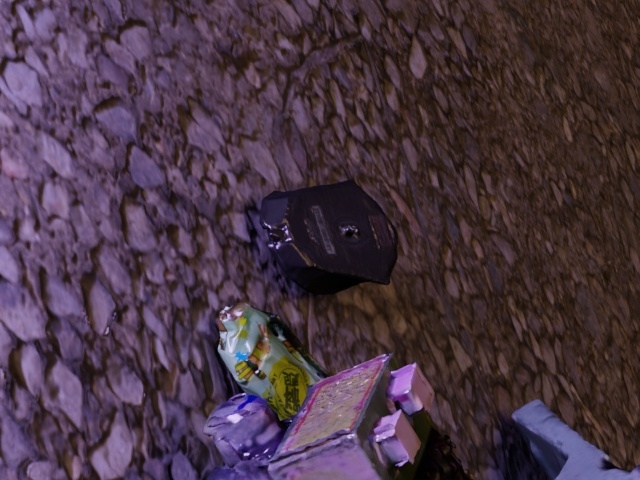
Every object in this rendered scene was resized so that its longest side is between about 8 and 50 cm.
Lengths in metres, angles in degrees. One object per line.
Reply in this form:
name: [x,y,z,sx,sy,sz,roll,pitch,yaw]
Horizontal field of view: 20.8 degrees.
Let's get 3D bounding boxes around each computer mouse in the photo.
computer mouse: [0.000,0.000,1.477,0.172,0.057,0.099,2,68,-51]

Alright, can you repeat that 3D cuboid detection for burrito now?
burrito: [0.009,0.171,1.335,0.288,0.054,0.104,53,28,-27]

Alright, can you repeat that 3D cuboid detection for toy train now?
toy train: [0.024,0.213,1.180,0.261,0.177,0.134,60,24,-14]

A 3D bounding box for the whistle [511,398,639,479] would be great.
whistle: [0.262,0.279,1.588,0.168,0.188,0.405,55,26,-22]
